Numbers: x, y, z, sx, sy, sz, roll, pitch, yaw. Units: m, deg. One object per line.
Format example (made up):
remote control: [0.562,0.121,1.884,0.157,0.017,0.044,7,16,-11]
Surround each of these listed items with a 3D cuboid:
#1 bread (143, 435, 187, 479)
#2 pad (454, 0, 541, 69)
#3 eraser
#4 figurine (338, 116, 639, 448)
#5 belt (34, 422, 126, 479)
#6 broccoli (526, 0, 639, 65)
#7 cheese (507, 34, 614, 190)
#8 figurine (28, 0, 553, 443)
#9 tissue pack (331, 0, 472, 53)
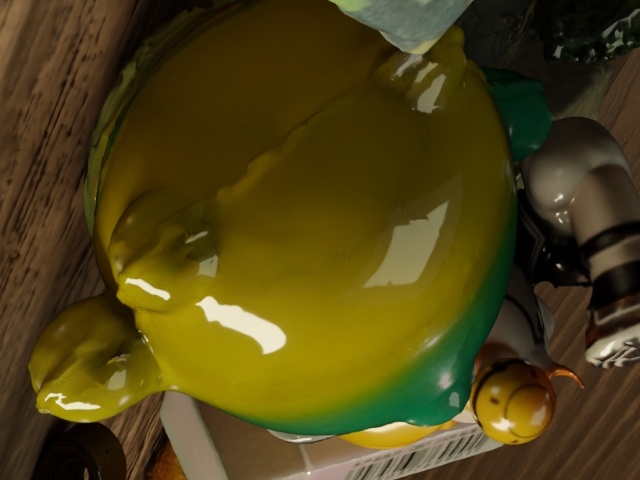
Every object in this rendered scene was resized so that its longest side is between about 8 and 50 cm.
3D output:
bread: [-0.081,0.207,1.171,0.260,0.134,0.129,-52,166,-43]
pad: [0.121,-0.202,0.935,0.247,0.007,0.368,-19,142,-51]
eraser: [0.023,0.140,1.114,0.287,0.130,0.086,-12,147,-27]
figurine: [0.089,0.036,0.994,0.323,0.196,0.320,-24,-157,6]
belt: [-0.162,0.163,0.909,0.036,0.059,0.083,-40,159,-51]
broccoli: [0.249,-0.284,1.134,0.248,0.246,0.288,-25,-161,12]
cheese: [0.139,-0.055,1.301,0.292,0.153,0.332,-37,159,-56]
figurine: [0.000,0.000,0.727,0.323,0.231,0.340,-38,165,-3]
tissue pack: [0.048,-0.219,0.336,0.311,0.128,0.228,-46,153,16]
